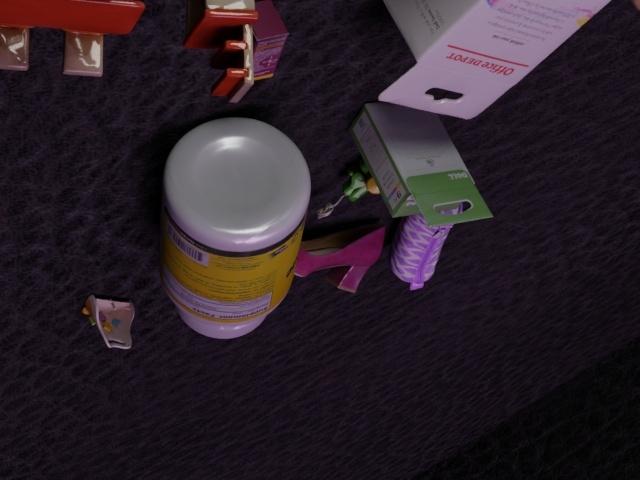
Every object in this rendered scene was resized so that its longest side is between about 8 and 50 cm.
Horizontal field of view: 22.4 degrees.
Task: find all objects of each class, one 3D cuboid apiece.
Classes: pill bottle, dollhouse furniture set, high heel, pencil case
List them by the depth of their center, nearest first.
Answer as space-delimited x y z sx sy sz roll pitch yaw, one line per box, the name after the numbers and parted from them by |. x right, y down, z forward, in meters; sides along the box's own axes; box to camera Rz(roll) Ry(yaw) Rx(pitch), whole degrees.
-0.195 -0.214 1.536 0.259 0.135 0.262 3 168 -16 | dollhouse furniture set
-0.120 -0.002 2.141 0.188 0.188 0.334 -18 156 -16 | pill bottle
0.000 0.000 2.431 0.244 0.082 0.117 21 99 -41 | high heel
0.164 -0.010 2.517 0.086 0.088 0.206 -15 155 -17 | pencil case

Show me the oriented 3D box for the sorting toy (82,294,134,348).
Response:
-0.306 0.124 2.359 0.045 0.075 0.083 -38 153 26 | sorting toy

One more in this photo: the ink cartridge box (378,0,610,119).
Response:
0.221 -0.303 1.932 0.207 0.119 0.353 7 141 -48 | ink cartridge box

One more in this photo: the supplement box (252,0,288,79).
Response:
-0.075 -0.232 1.879 0.043 0.055 0.083 -15 155 -25 | supplement box

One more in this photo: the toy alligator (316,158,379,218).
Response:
0.065 -0.095 2.301 0.190 0.056 0.051 -28 114 10 | toy alligator

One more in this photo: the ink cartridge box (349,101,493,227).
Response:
0.133 -0.091 2.170 0.109 0.209 0.062 -8 149 -32 | ink cartridge box

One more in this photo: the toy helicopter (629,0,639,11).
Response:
0.513 -0.424 2.004 0.355 0.140 0.235 -44 142 15 | toy helicopter
